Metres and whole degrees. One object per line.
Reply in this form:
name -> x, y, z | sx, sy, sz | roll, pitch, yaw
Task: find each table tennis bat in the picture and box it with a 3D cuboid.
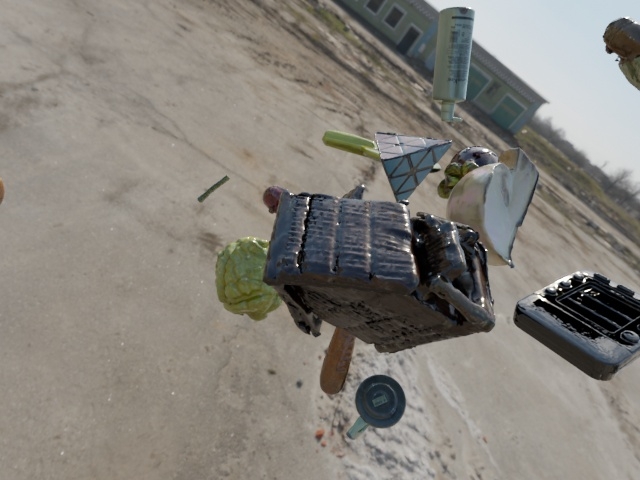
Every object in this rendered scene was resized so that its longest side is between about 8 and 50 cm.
table tennis bat -> 0.176, -0.262, 1.390 | 0.368, 0.054, 0.224 | 20, 21, 18

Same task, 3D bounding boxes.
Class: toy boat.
toy boat -> -0.319, -0.154, 1.407 | 0.016, 0.115, 0.063 | 51, -4, -9

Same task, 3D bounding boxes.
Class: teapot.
teapot -> 0.130, 0.380, 1.046 | 0.111, 0.149, 0.108 | 12, -23, 16

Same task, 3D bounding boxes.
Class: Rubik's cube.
Rubik's cube -> 0.198, -0.183, 1.229 | 0.211, 0.178, 0.190 | -14, 34, -21

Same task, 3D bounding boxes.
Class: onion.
onion -> -0.136, -0.125, 1.499 | 0.107, 0.107, 0.097 | 38, 61, -1

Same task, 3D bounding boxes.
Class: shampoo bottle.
shampoo bottle -> 0.326, -0.430, 1.170 | 0.085, 0.263, 0.085 | 2, 15, 0

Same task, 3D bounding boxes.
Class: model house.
model house -> 0.065, 0.000, 0.720 | 0.282, 0.297, 0.317 | 28, 44, -16

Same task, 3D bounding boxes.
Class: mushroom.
mushroom -> 0.323, -0.087, 0.990 | 0.162, 0.236, 0.173 | 34, -18, -35

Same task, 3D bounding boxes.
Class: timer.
timer -> 0.378, 0.112, 0.653 | 0.187, 0.055, 0.144 | -17, 34, -28

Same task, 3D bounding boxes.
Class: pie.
pie -> 0.624, -0.267, 0.802 | 0.257, 0.105, 0.274 | 25, 37, -21

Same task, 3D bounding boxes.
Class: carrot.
carrot -> 0.047, 0.198, 0.955 | 0.059, 0.248, 0.059 | 14, 8, -2

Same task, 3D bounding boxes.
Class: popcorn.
popcorn -> -0.188, 0.097, 1.300 | 0.194, 0.255, 0.256 | -9, 30, -4

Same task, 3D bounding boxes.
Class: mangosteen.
mangosteen -> 0.420, -0.178, 1.328 | 0.180, 0.166, 0.166 | -21, 59, -32

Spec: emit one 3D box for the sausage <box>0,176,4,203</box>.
sausage -> -0.723, -0.136, 0.952 | 0.102, 0.302, 0.076 | -2, 71, -8
